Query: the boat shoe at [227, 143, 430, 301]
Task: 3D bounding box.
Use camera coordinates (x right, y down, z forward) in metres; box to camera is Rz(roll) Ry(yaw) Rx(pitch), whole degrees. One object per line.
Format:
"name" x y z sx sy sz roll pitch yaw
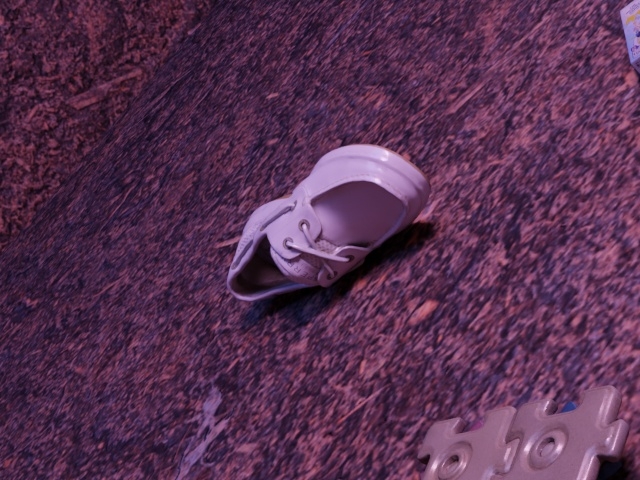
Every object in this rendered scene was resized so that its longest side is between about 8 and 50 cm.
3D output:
"boat shoe" 0.000 0.000 1.347 0.277 0.098 0.096 -33 22 57

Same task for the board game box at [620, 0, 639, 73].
"board game box" 0.308 -0.198 1.185 0.154 0.026 0.103 -38 21 24

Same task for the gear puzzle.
"gear puzzle" 0.075 0.233 0.821 0.175 0.044 0.339 -21 35 48
